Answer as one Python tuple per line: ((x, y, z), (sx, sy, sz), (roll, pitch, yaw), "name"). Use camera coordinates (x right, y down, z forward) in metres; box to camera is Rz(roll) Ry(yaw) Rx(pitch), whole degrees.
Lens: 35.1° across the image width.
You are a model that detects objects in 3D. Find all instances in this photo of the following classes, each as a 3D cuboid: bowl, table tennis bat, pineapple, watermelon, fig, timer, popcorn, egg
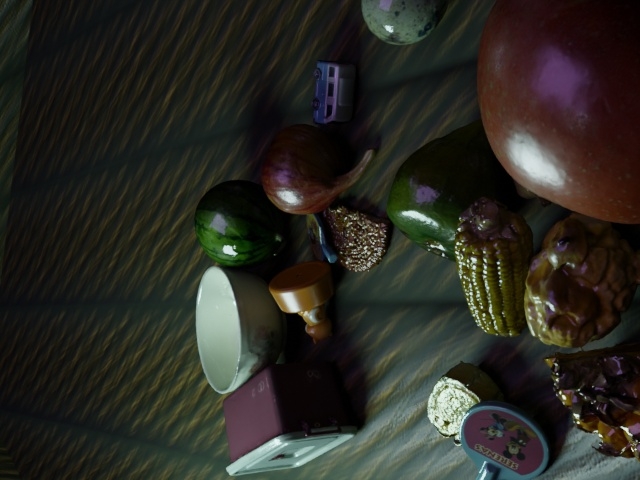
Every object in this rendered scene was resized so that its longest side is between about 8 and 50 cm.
((-0.163, 0.188, 2.190), (0.277, 0.145, 0.277), (10, 101, 62), "bowl")
((0.290, 0.358, 1.665), (0.153, 0.040, 0.244), (28, 131, 16), "table tennis bat")
((0.409, 0.236, 1.294), (0.344, 0.286, 0.209), (-17, 82, 55), "pineapple")
((-0.160, -0.033, 2.136), (0.215, 0.188, 0.188), (11, 108, 21), "watermelon")
((0.223, -0.100, 1.634), (0.203, 0.203, 0.235), (3, 62, 54), "fig")
((-0.008, -0.124, 1.938), (0.207, 0.175, 0.175), (24, 116, 29), "fig")
((-0.019, 0.135, 2.039), (0.132, 0.132, 0.152), (8, 123, 54), "timer")
((0.000, 0.000, 2.019), (0.155, 0.019, 0.100), (-124, 27, -55), "table tennis bat")
((0.372, 0.053, 1.435), (0.140, 0.163, 0.194), (-142, 53, -65), "popcorn")
((0.147, -0.411, 1.674), (0.141, 0.141, 0.181), (48, 114, 39), "egg")

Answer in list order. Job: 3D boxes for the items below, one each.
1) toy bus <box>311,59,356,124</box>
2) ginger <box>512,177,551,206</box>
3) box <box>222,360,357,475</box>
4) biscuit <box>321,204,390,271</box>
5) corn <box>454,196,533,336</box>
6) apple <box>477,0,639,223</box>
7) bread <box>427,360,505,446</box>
((0.029, -0.279, 1.929), (0.075, 0.060, 0.123), (18, 108, 48), "toy bus")
((0.364, -0.110, 1.481), (0.334, 0.081, 0.148), (35, 108, 45), "ginger")
((-0.078, 0.366, 2.087), (0.294, 0.193, 0.167), (-42, 57, 50), "box")
((0.064, -0.002, 1.957), (0.206, 0.025, 0.126), (16, 109, 53), "biscuit")
((0.265, 0.047, 1.522), (0.119, 0.119, 0.322), (56, 173, 32), "corn")
((0.363, -0.190, 1.239), (0.348, 0.348, 0.277), (49, 146, 38), "apple")
((0.244, 0.281, 1.715), (0.117, 0.064, 0.156), (50, 140, 19), "bread")
